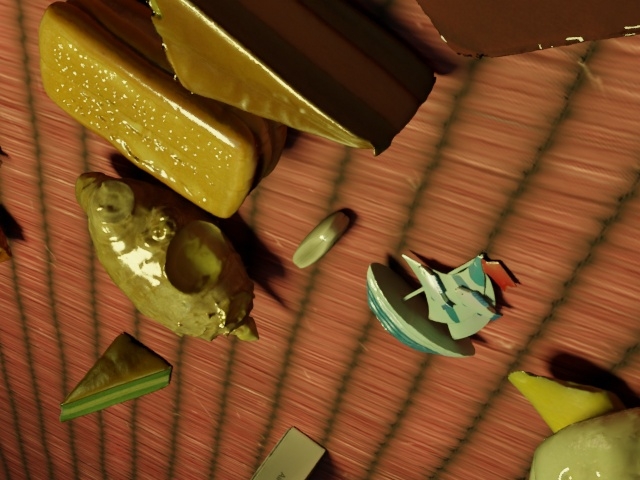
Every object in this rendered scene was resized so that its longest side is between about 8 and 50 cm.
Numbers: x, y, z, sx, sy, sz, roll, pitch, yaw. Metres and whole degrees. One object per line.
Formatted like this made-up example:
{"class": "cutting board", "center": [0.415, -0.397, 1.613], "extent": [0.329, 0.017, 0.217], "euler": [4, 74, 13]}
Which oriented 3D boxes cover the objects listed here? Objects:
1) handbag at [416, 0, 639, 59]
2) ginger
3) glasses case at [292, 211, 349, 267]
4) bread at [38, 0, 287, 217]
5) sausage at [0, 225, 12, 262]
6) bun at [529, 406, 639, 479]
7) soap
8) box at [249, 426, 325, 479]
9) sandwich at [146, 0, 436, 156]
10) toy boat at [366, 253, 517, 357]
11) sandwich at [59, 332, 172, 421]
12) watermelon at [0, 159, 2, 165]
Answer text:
{"class": "handbag", "center": [0.092, -0.200, 0.577], "extent": [0.260, 0.084, 0.275], "euler": [48, 153, -26]}
{"class": "ginger", "center": [-0.132, 0.021, 1.181], "extent": [0.216, 0.102, 0.157], "euler": [47, 159, -18]}
{"class": "glasses case", "center": [0.000, 0.000, 1.059], "extent": [0.021, 0.032, 0.083], "euler": [44, 153, -2]}
{"class": "bread", "center": [-0.118, -0.107, 0.987], "extent": [0.200, 0.077, 0.116], "euler": [34, 155, 11]}
{"class": "sausage", "center": [-0.500, -0.070, 1.506], "extent": [0.348, 0.094, 0.097], "euler": [34, 153, 10]}
{"class": "bun", "center": [0.234, 0.210, 0.972], "extent": [0.183, 0.102, 0.183], "euler": [11, 133, 12]}
{"class": "soap", "center": [0.214, 0.146, 1.022], "extent": [0.089, 0.033, 0.168], "euler": [-8, 130, 45]}
{"class": "box", "center": [-0.059, 0.288, 1.485], "extent": [0.051, 0.130, 0.129], "euler": [34, 154, 6]}
{"class": "sandwich", "center": [-0.020, -0.133, 0.816], "extent": [0.163, 0.079, 0.113], "euler": [23, 151, 30]}
{"class": "toy boat", "center": [0.102, 0.050, 1.028], "extent": [0.149, 0.034, 0.105], "euler": [-9, 126, 41]}
{"class": "sandwich", "center": [-0.240, 0.180, 1.553], "extent": [0.074, 0.116, 0.074], "euler": [35, 154, 8]}
{"class": "watermelon", "center": [-0.420, -0.061, 1.340], "extent": [0.158, 0.098, 0.121], "euler": [21, 144, -29]}
